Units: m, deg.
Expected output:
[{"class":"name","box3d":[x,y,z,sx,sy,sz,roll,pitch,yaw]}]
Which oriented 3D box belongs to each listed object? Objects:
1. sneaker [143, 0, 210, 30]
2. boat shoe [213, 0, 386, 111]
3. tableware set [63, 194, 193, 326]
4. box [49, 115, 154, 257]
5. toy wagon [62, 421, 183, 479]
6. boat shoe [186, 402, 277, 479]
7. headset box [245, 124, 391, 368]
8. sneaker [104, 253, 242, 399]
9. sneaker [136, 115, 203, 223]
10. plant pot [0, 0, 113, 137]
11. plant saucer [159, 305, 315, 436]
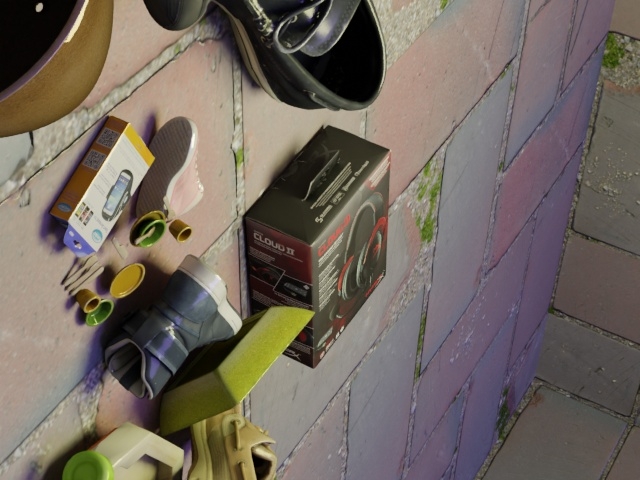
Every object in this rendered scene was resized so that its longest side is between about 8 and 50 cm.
[{"class":"sneaker","box3d":[-0.172,-0.289,1.088,0.106,0.101,0.267,-43,141,-28]},{"class":"boat shoe","box3d":[-0.032,-0.287,1.321,0.187,0.156,0.500,-60,157,-14]},{"class":"tableware set","box3d":[-0.203,0.027,1.347,0.154,0.024,0.104,-42,153,-15]},{"class":"box","box3d":[-0.225,-0.050,1.268,0.136,0.028,0.081,-59,158,-15]},{"class":"toy wagon","box3d":[-0.270,0.388,1.463,0.344,0.068,0.267,-64,157,-13]},{"class":"boat shoe","box3d":[-0.109,0.295,1.608,0.341,0.110,0.121,-93,178,-65]},{"class":"headset box","box3d":[0.000,0.000,1.745,0.218,0.110,0.293,-50,153,-36]},{"class":"sneaker","box3d":[-0.176,0.119,1.488,0.163,0.086,0.226,-53,165,-13]},{"class":"sneaker","box3d":[-0.156,-0.079,1.371,0.070,0.051,0.134,-20,137,-57]},{"class":"plant pot","box3d":[-0.243,-0.164,0.878,0.254,0.237,0.237,65,50,-81]},{"class":"plant saucer","box3d":[-0.120,0.157,1.601,0.188,0.045,0.188,-29,-165,48]}]
